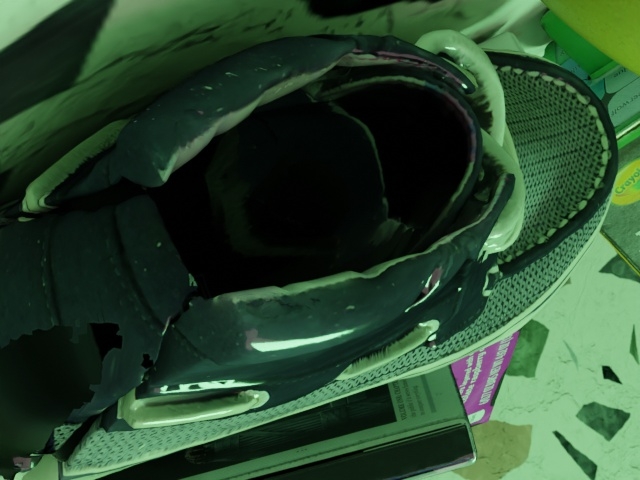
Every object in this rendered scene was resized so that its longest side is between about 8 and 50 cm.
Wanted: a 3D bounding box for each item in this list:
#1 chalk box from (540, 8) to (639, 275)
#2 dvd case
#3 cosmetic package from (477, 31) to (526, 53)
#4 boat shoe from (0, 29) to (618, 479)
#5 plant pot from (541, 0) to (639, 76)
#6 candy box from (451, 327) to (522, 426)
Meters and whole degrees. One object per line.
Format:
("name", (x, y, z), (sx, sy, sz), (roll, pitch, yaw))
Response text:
("chalk box", (0.197, -0.063, 0.816), (0.132, 0.213, 0.132), (-33, -153, 26))
("dvd case", (-0.056, 0.086, 0.765), (0.238, 0.030, 0.179), (-15, -160, 1))
("cosmetic package", (0.000, 0.000, 0.730), (0.231, 0.085, 0.117), (-26, 173, -30))
("boat shoe", (0.033, -0.014, 0.557), (0.340, 0.127, 0.158), (-25, 178, -42))
("plant pot", (0.144, -0.102, 0.574), (0.134, 0.095, 0.134), (-32, 173, -4))
("candy box", (0.000, 0.078, 0.961), (0.233, 0.071, 0.159), (-17, 147, -18))
